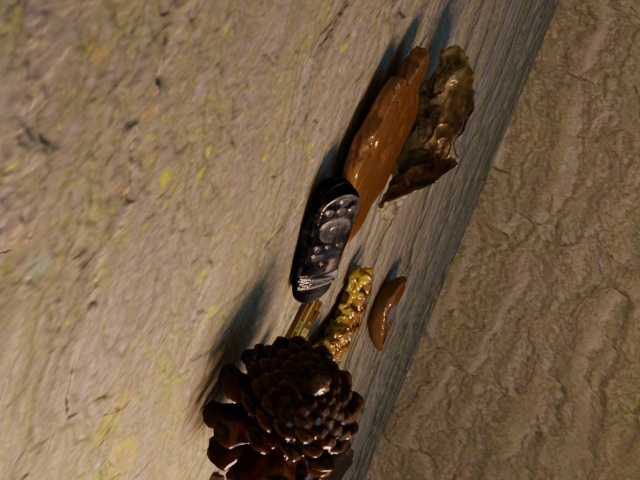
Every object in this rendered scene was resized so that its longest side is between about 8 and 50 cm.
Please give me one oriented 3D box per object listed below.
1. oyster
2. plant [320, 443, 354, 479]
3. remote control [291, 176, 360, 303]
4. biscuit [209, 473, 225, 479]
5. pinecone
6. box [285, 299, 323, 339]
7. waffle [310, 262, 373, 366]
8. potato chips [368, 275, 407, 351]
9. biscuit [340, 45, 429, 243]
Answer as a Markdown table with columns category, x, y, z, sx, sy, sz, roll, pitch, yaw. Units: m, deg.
| category | x | y | z | sx | sy | sz | roll | pitch | yaw |
| --- | --- | --- | --- | --- | --- | --- | --- | --- | --- |
| oyster | 0.208 | -0.203 | 2.041 | 0.238 | 0.115 | 0.351 | -87 | -163 | -75 |
| plant | -0.043 | 0.494 | 2.262 | 0.256 | 0.164 | 0.142 | -31 | 140 | -41 |
| remote control | 0.000 | 0.000 | 1.790 | 0.090 | 0.066 | 0.266 | -6 | 137 | -25 |
| biscuit | -0.202 | 0.478 | 1.964 | 0.119 | 0.019 | 0.130 | -50 | 160 | -48 |
| pinecone | -0.067 | 0.294 | 1.680 | 0.264 | 0.264 | 0.264 | -59 | 166 | -25 |
| box | -0.038 | 0.169 | 2.029 | 0.133 | 0.023 | 0.090 | -63 | 168 | -7 |
| waffle | 0.029 | 0.206 | 2.274 | 0.293 | 0.069 | 0.259 | -59 | 168 | -33 |
| potato chips | 0.166 | 0.181 | 2.762 | 0.208 | 0.062 | 0.195 | 93 | 20 | -55 |
| biscuit | 0.095 | -0.166 | 1.864 | 0.376 | 0.051 | 0.269 | -65 | 169 | 5 |
